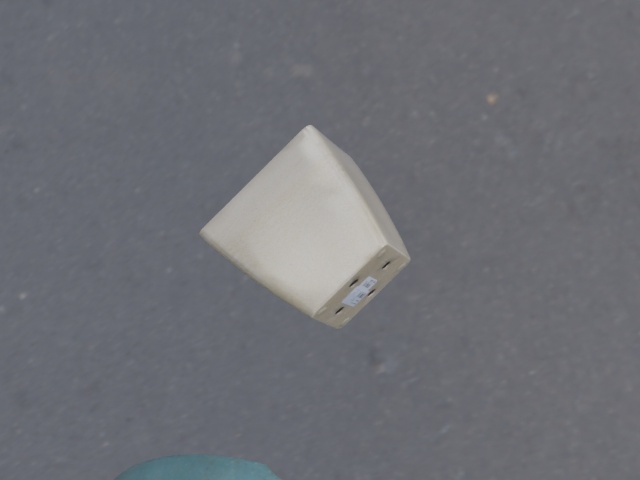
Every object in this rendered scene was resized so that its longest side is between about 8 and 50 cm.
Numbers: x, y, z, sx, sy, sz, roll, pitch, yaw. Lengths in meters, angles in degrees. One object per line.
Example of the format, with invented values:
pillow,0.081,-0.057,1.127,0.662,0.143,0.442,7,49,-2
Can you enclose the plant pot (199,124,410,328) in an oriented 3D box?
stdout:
plant pot,0.000,0.000,1.090,0.109,0.109,0.096,-45,71,5

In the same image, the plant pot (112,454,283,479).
plant pot,-0.094,0.353,1.083,0.341,0.341,0.334,35,46,-16
